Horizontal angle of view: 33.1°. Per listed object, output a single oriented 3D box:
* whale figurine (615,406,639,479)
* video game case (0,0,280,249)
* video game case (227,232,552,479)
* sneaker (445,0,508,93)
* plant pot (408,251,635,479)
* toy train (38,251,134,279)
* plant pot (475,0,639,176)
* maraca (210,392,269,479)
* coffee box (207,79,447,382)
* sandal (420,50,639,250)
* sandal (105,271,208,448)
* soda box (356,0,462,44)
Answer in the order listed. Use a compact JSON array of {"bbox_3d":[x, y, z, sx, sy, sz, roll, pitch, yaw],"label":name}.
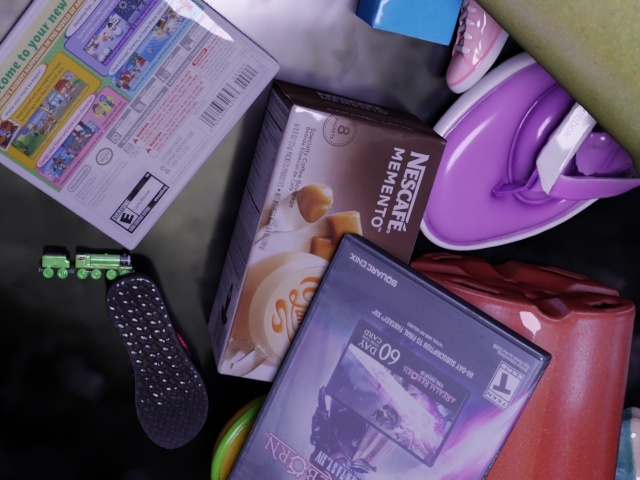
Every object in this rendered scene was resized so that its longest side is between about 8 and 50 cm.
[{"bbox_3d":[0.303,0.311,1.099,0.141,0.216,0.271,-6,89,17],"label":"whale figurine"},{"bbox_3d":[-0.173,-0.125,0.908,0.193,0.023,0.212,36,100,-22],"label":"video game case"},{"bbox_3d":[0.042,0.160,0.881,0.026,0.196,0.274,2,117,-59],"label":"video game case"},{"bbox_3d":[0.134,-0.199,0.932,0.070,0.051,0.134,32,98,-19],"label":"sneaker"},{"bbox_3d":[0.157,0.161,0.974,0.273,0.272,0.265,7,100,-14],"label":"plant pot"},{"bbox_3d":[-0.208,0.022,0.960,0.083,0.017,0.023,2,99,-13],"label":"toy train"},{"bbox_3d":[0.254,-0.193,0.805,0.254,0.276,0.276,39,100,8],"label":"plant pot"},{"bbox_3d":[-0.024,0.192,1.024,0.186,0.099,0.127,-25,126,-28],"label":"maraca"},{"bbox_3d":[0.000,0.000,0.951,0.141,0.098,0.246,12,107,-16],"label":"coffee box"},{"bbox_3d":[0.275,-0.111,0.965,0.416,0.102,0.169,-25,113,-4],"label":"sandal"},{"bbox_3d":[-0.149,0.108,0.994,0.067,0.040,0.179,-17,108,-6],"label":"sandal"},{"bbox_3d":[0.094,-0.274,0.885,0.071,0.067,0.210,10,108,-15],"label":"soda box"}]
